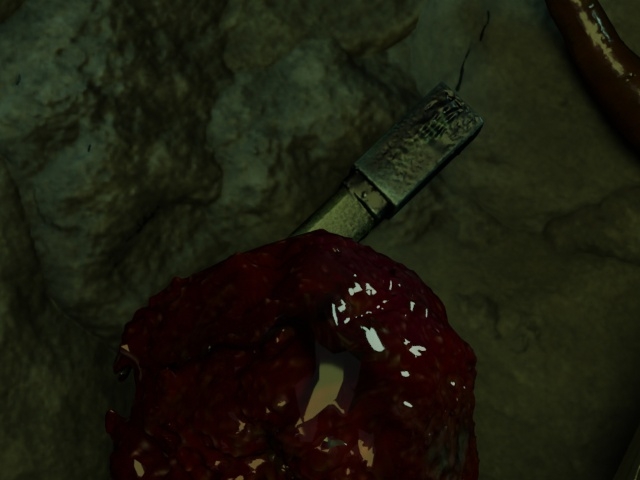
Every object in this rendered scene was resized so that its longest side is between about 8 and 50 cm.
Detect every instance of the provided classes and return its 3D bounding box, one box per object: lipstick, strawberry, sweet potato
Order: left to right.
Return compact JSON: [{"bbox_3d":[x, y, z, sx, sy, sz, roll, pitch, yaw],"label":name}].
[{"bbox_3d":[-0.009,0.123,0.773,0.274,0.220,0.274,0,88,-10],"label":"strawberry"},{"bbox_3d":[0.000,0.000,0.901,0.312,0.051,0.051,-43,86,-12],"label":"lipstick"},{"bbox_3d":[0.249,-0.128,0.956,0.057,0.057,0.264,-36,84,-12],"label":"sweet potato"}]

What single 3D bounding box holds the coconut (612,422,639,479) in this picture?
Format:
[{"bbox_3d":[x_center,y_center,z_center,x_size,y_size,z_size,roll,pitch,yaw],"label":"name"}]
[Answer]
[{"bbox_3d":[0.364,0.170,0.790,0.323,0.323,0.322,1,78,-7],"label":"coconut"}]
